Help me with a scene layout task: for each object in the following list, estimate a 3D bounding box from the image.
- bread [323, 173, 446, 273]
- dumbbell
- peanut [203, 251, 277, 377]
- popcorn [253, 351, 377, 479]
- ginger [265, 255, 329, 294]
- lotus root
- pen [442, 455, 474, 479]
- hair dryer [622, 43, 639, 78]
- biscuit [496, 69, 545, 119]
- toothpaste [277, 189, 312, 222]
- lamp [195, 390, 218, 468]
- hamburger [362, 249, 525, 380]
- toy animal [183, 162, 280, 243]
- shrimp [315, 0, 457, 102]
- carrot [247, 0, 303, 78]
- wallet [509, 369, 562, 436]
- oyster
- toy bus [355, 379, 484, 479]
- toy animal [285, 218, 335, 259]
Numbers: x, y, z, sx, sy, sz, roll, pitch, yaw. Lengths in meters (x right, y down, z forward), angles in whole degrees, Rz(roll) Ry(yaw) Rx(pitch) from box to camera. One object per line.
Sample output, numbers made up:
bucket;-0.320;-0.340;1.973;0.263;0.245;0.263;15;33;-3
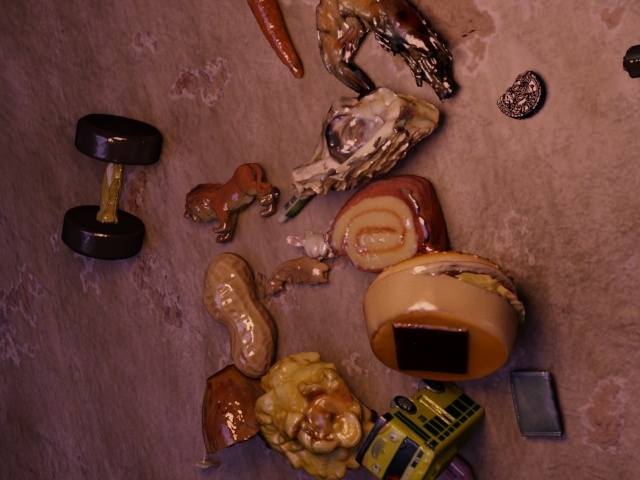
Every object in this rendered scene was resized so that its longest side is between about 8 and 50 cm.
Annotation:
bread;0.131;-0.030;1.619;0.244;0.123;0.190;-11;89;36
dumbbell;-0.516;-0.132;2.011;0.204;0.204;0.322;26;112;30
peanut;-0.184;0.171;1.867;0.298;0.136;0.120;66;159;6
popcorn;-0.009;0.371;1.735;0.286;0.215;0.252;46;143;15
ginger;-0.052;0.073;1.815;0.173;0.051;0.069;-15;83;41
lotus root;-0.207;0.383;1.878;0.188;0.199;0.180;-29;84;31
pen;0.255;0.453;1.665;0.197;0.032;0.053;38;117;26
hair dryer;0.620;-0.250;1.263;0.302;0.116;0.244;0;98;47
biscuit;0.362;-0.262;1.475;0.089;0.027;0.087;1;99;36
toothpaste;-0.029;-0.107;1.776;0.204;0.031;0.049;-46;59;29
lamp;-0.280;0.475;2.055;0.050;0.056;0.198;4;89;36
hamburger;0.224;0.135;1.495;0.300;0.300;0.176;-20;47;36
toy animal;-0.203;-0.099;1.866;0.312;0.097;0.157;-31;73;33
shrimp;0.116;-0.377;1.615;0.365;0.071;0.233;50;131;17
carrot;-0.089;-0.440;1.753;0.061;0.061;0.209;-29;84;35
wallet;0.406;0.306;1.538;0.088;0.026;0.129;-10;93;40
oyster;0.072;-0.185;1.600;0.351;0.115;0.238;-24;40;28
toy bus;0.195;0.368;1.554;0.150;0.262;0.128;37;117;22
toy animal;0.002;0.006;1.747;0.124;0.071;0.085;-25;84;35
